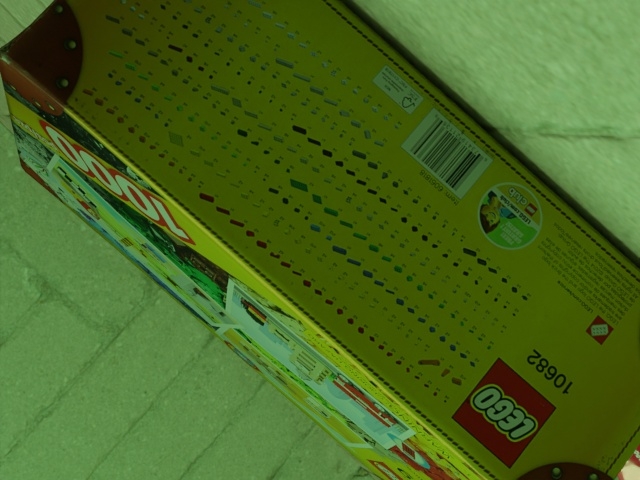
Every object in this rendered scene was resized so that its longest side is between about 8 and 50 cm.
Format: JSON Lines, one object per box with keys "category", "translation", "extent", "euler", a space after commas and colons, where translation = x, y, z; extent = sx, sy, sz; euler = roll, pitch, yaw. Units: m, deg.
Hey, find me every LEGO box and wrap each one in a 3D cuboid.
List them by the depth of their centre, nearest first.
{"category": "LEGO box", "translation": [0.000, 0.000, 0.979], "extent": [0.500, 0.193, 0.372], "euler": [41, 166, -3]}

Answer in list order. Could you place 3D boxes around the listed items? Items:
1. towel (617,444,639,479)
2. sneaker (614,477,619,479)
{"category": "towel", "translation": [0.344, 0.216, 0.915], "extent": [0.275, 0.031, 0.199], "euler": [-1, 126, 56]}
{"category": "sneaker", "translation": [0.299, 0.272, 1.283], "extent": [0.129, 0.111, 0.297], "euler": [8, 152, 39]}
